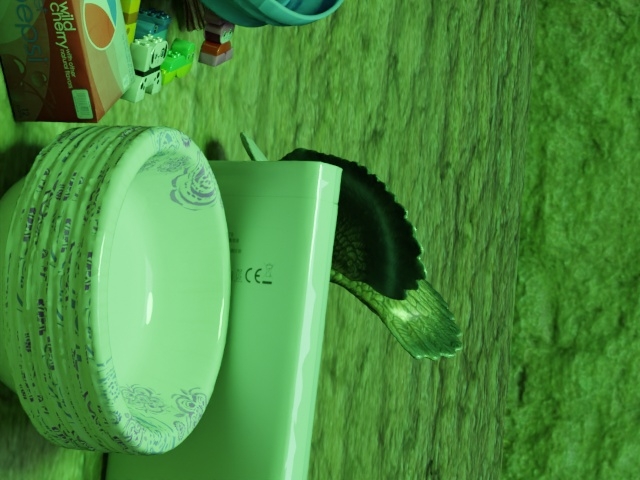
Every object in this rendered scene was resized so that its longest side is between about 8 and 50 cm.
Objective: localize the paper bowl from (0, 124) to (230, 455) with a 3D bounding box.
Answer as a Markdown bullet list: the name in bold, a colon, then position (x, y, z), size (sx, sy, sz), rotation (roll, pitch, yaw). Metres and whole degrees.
- **paper bowl**: position (-0.194, 0.040, 1.606), size (0.284, 0.148, 0.284), rotation (3, 90, -70)

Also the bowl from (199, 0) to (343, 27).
- **bowl**: position (-0.089, -0.391, 1.810), size (0.391, 0.077, 0.391), rotation (43, 40, -49)

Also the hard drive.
- **hard drive**: position (-0.096, 0.102, 1.749), size (0.047, 0.233, 0.353), rotation (12, 83, -49)

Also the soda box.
- **soda box**: position (-0.231, -0.234, 1.564), size (0.092, 0.083, 0.263), rotation (-59, 147, -53)

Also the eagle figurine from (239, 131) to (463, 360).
- **eagle figurine**: position (0.000, 0.011, 1.925), size (0.226, 0.298, 0.225), rotation (-40, 129, -64)

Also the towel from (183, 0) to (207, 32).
- **towel**: position (-0.103, -0.397, 1.984), size (0.329, 0.037, 0.237), rotation (-63, 148, -52)

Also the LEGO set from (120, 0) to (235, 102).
- **LEGO set**: position (-0.157, -0.208, 1.763), size (0.227, 0.087, 0.093), rotation (-40, 145, -65)
